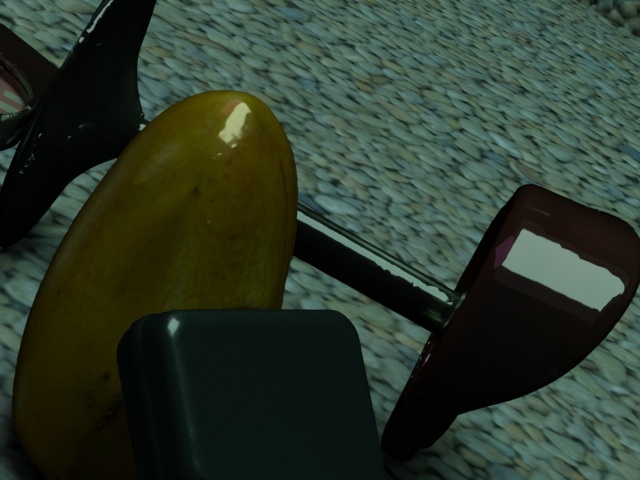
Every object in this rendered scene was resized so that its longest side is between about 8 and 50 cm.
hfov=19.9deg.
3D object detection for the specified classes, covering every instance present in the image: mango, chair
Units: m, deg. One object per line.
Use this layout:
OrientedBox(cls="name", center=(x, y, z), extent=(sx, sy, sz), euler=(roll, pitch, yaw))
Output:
OrientedBox(cls="mango", center=(-0.088, 0.018, 1.071), extent=(0.138, 0.257, 0.187), euler=(35, 23, 17))
OrientedBox(cls="chair", center=(0.000, 0.000, 1.264), extent=(0.401, 0.227, 0.226), euler=(28, 21, 2))

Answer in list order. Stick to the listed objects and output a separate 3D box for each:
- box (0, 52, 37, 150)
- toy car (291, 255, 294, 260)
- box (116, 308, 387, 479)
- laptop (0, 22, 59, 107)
OrientedBox(cls="box", center=(-0.283, -0.067, 1.205), extent=(0.151, 0.135, 0.151), euler=(27, 19, -10))
OrientedBox(cls="toy car", center=(-0.058, 0.007, 1.448), extent=(0.093, 0.025, 0.041), euler=(1, 35, -43))
OrientedBox(cls="box", center=(-0.023, 0.150, 0.966), extent=(0.160, 0.050, 0.230), euler=(2, 73, -47))
OrientedBox(cls="laptop", center=(-0.298, -0.143, 1.508), extent=(0.154, 0.026, 0.207), euler=(37, 22, 28))
